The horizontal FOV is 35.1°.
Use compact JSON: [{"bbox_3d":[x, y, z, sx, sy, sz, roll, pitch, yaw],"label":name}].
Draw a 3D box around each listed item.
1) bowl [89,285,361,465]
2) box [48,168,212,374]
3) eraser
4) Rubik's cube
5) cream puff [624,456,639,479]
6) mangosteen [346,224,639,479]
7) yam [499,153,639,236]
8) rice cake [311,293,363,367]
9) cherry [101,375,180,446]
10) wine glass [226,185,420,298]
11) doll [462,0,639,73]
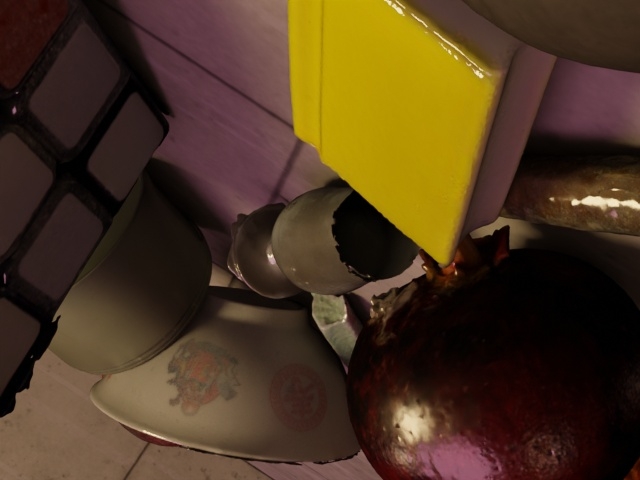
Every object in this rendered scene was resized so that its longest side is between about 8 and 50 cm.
[{"bbox_3d":[-0.100,0.146,1.249,0.346,0.157,0.345,11,-177,-1],"label":"bowl"},{"bbox_3d":[-0.258,0.025,1.175,0.226,0.226,0.149,14,153,41],"label":"box"},{"bbox_3d":[0.051,-0.098,0.602,0.158,0.069,0.226,45,160,19],"label":"eraser"},{"bbox_3d":[-0.401,-0.096,0.868,0.359,0.362,0.363,26,166,24],"label":"Rubik's cube"},{"bbox_3d":[0.305,0.313,1.003,0.350,0.228,0.350,29,162,10],"label":"cream puff"},{"bbox_3d":[0.125,0.077,0.760,0.235,0.235,0.261,2,117,55],"label":"mangosteen"},{"bbox_3d":[0.206,-0.025,0.616,0.274,0.061,0.061,12,151,48],"label":"yam"},{"bbox_3d":[0.052,0.142,1.254,0.081,0.051,0.290,61,-179,40],"label":"rice cake"},{"bbox_3d":[-0.259,0.226,1.709,0.239,0.206,0.239,34,134,45],"label":"cherry"},{"bbox_3d":[0.000,0.000,0.921,0.103,0.103,0.222,40,159,-17],"label":"wine glass"},{"bbox_3d":[-0.004,-0.180,0.310,0.382,0.252,0.378,31,161,25],"label":"doll"}]
